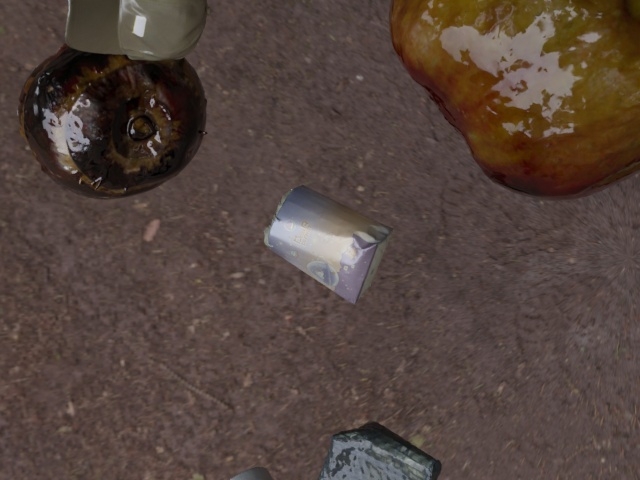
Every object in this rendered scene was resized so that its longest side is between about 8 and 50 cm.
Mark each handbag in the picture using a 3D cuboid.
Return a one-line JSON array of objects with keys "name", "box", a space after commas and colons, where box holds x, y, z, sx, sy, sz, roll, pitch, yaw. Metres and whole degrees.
[{"name": "handbag", "box": [0.000, 0.000, 1.223, 0.173, 0.095, 0.117, 29, 124, 16]}, {"name": "handbag", "box": [0.073, 0.394, 1.325, 0.175, 0.089, 0.270, 34, 115, 36]}]

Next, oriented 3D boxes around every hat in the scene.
[{"name": "hat", "box": [-0.222, -0.288, 1.095, 0.144, 0.173, 0.166, 8, 112, 4]}]

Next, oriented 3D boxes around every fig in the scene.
[{"name": "fig", "box": [0.184, -0.129, 0.496, 0.290, 0.191, 0.190, -15, 84, 36]}]

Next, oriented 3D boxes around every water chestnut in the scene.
[{"name": "water chestnut", "box": [-0.341, -0.211, 1.452, 0.300, 0.300, 0.299, 0, 89, 19]}]

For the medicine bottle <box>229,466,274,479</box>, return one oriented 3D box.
[{"name": "medicine bottle", "box": [-0.055, 0.315, 0.959, 0.080, 0.080, 0.130, -46, 56, 13]}]
